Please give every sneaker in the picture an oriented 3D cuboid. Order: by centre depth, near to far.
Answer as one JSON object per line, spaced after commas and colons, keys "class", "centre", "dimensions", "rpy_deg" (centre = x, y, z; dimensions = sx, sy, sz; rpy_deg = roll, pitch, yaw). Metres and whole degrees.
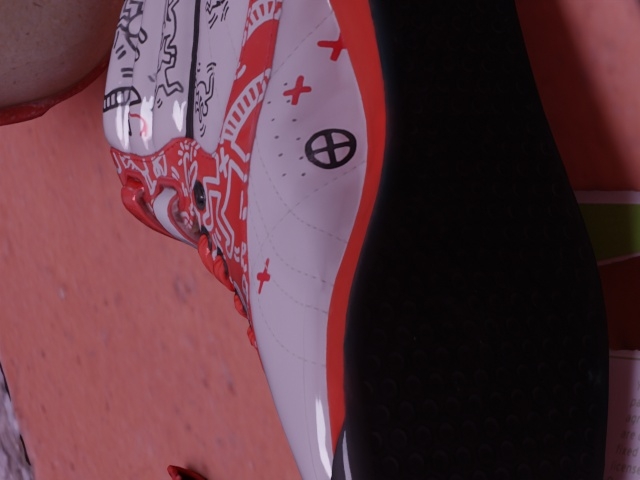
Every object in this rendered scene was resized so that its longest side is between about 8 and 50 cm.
{"class": "sneaker", "centre": [0.001, -0.001, 0.540], "dimensions": [0.145, 0.090, 0.270], "rpy_deg": [-34, 56, 52]}

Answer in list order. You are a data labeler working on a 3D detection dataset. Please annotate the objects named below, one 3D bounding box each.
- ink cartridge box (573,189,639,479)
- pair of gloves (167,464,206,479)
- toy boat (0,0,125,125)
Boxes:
{"class": "ink cartridge box", "centre": [0.097, 0.120, 0.502], "dimensions": [0.189, 0.097, 0.255], "rpy_deg": [2, 70, 51]}
{"class": "pair of gloves", "centre": [-0.015, 0.186, 0.709], "dimensions": [0.198, 0.023, 0.159], "rpy_deg": [23, 120, 46]}
{"class": "toy boat", "centre": [-0.164, -0.155, 0.712], "dimensions": [0.151, 0.151, 0.231], "rpy_deg": [-168, 66, -80]}
